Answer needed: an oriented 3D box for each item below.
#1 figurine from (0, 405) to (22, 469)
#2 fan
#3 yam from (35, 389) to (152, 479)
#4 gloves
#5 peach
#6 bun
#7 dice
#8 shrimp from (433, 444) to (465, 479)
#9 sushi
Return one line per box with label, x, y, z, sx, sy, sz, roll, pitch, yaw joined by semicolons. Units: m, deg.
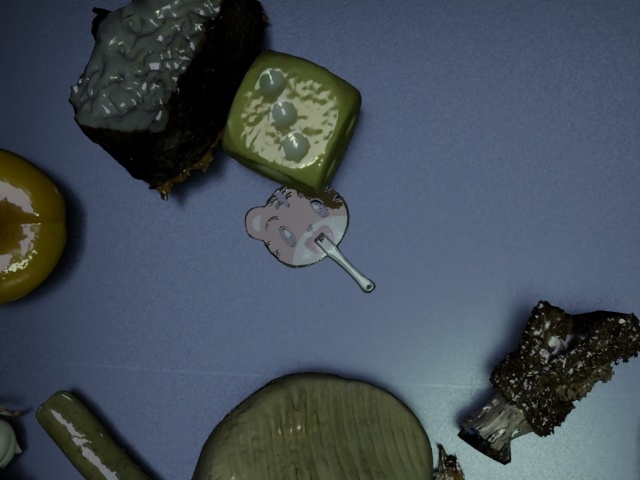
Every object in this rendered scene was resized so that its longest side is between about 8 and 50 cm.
figurine;-0.508;0.322;1.957;0.132;0.132;0.153;11;74;4
fan;0.000;0.000;1.989;0.152;0.008;0.226;-44;84;0
yam;-0.292;0.382;1.951;0.083;0.083;0.371;-44;84;0
gloves;0.330;0.198;1.861;0.312;0.210;0.135;-39;62;0
peach;-0.510;-0.020;1.953;0.251;0.153;0.251;0;92;9
bun;-0.006;0.363;1.847;0.362;0.234;0.326;-27;53;-27
dice;-0.042;-0.177;1.917;0.166;0.169;0.169;23;86;5
shrimp;0.184;0.402;1.947;0.099;0.041;0.180;-2;88;18
sushi;-0.233;-0.263;1.927;0.234;0.207;0.348;22;76;31
